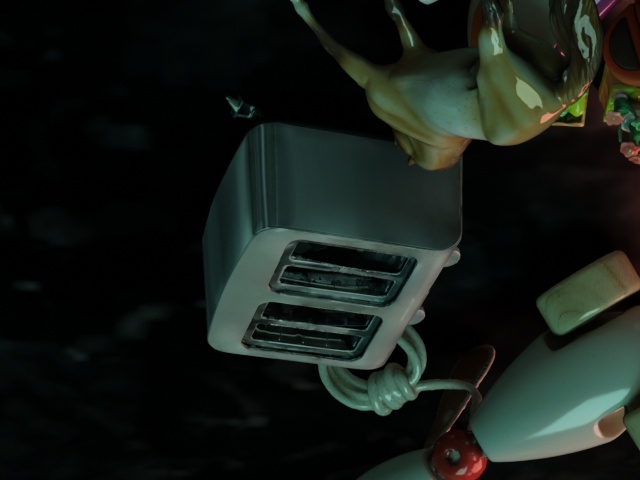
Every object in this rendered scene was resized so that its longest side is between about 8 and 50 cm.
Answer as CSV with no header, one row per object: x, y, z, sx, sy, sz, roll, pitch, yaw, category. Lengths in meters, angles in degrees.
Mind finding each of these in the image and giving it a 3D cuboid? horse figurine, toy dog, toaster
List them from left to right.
0.000,0.000,1.199,0.185,0.110,0.168,9,141,-16,toaster
0.085,-0.113,1.013,0.263,0.066,0.174,-6,124,54,horse figurine
0.179,0.137,1.363,0.333,0.220,0.161,-14,175,26,toy dog

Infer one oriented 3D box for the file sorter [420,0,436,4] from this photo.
0.124,-0.264,0.799,0.277,0.173,0.193,-20,140,22,file sorter

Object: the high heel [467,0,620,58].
0.174,-0.171,1.031,0.117,0.082,0.244,-19,155,-24,high heel

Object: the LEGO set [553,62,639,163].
0.272,-0.053,1.150,0.287,0.107,0.132,23,136,-31,LEGO set

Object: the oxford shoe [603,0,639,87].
0.319,-0.138,1.052,0.271,0.097,0.098,-14,146,13,oxford shoe
